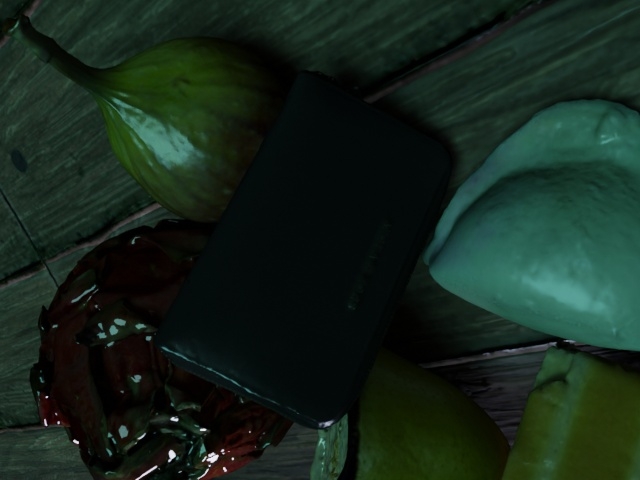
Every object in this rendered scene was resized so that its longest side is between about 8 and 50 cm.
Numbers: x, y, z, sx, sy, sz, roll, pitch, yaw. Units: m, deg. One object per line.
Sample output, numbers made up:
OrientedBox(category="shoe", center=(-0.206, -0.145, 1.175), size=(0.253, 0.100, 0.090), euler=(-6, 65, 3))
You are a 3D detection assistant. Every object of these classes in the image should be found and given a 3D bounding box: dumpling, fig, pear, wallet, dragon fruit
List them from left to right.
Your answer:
OrientedBox(category="fig", center=(-0.126, -0.119, 0.537), size=(0.160, 0.143, 0.231), euler=(-19, 126, 45))
OrientedBox(category="dragon fruit", center=(-0.126, 0.104, 0.586), size=(0.245, 0.298, 0.244), euler=(2, 120, 3))
OrientedBox(category="wallet", center=(0.000, 0.000, 0.477), size=(0.149, 0.250, 0.044), euler=(29, 163, -4))
OrientedBox(category="pear", center=(0.080, 0.201, 0.579), size=(0.178, 0.267, 0.266), euler=(4, 122, -3))
OrientedBox(category="dumpling", center=(0.170, -0.006, 0.451), size=(0.217, 0.149, 0.105), euler=(10, 159, 38))

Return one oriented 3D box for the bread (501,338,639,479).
OrientedBox(category="bread", center=(0.235, 0.210, 0.433), size=(0.239, 0.246, 0.111), euler=(18, 168, 21))
